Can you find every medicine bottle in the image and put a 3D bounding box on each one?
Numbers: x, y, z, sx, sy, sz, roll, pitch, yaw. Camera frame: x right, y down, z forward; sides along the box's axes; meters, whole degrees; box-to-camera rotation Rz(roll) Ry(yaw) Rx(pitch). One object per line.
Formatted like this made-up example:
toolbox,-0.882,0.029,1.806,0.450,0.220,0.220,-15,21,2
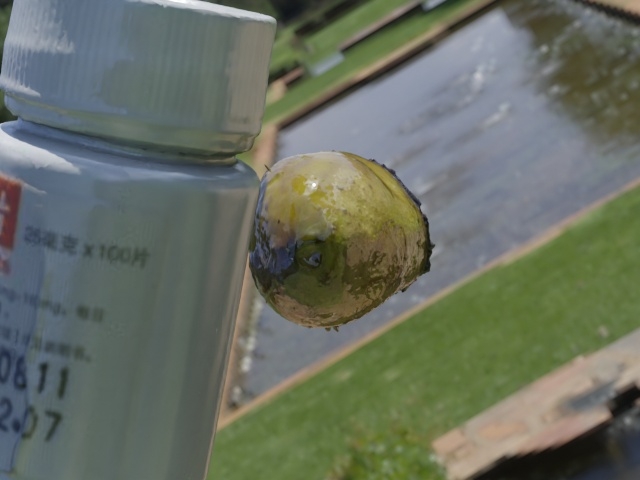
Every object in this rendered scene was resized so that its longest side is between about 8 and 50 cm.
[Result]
medicine bottle,-0.157,-0.001,1.203,0.211,0.371,0.211,10,8,-1

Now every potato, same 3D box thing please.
potato,0.000,0.000,1.893,0.229,0.229,0.266,-28,-6,17
